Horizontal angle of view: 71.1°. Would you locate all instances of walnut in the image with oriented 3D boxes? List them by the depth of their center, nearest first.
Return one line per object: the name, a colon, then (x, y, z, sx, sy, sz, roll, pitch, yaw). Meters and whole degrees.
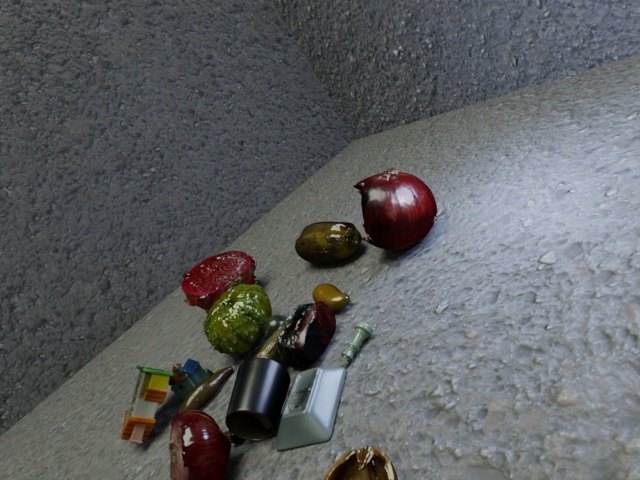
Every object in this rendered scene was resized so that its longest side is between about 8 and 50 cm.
walnut: (0.075, 0.517, 0.870, 0.167, 0.087, 0.211, -8, 34, 39)

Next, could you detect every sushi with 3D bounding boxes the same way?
sushi: (-0.045, 0.312, 1.484, 0.126, 0.136, 0.225, -20, 30, 42)

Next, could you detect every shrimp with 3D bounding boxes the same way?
shrimp: (-0.168, 0.384, 1.533, 0.317, 0.077, 0.168, -49, -8, -30)

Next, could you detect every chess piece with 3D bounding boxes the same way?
chess piece: (0.102, 0.320, 1.355, 0.059, 0.059, 0.149, -8, 40, 52)

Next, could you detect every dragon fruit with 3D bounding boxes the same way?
dragon fruit: (-0.484, 0.231, 2.225, 0.370, 0.249, 0.386, -10, 31, 18)

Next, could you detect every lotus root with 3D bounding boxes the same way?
lotus root: (0.020, 0.008, 2.017, 0.397, 0.179, 0.196, -7, 31, 51)

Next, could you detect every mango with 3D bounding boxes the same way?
mango: (0.039, 0.215, 1.654, 0.102, 0.085, 0.184, -38, 29, -23)

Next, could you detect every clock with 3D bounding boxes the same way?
clock: (-0.652, 0.607, 1.666, 0.219, 0.106, 0.256, -22, 54, 60)

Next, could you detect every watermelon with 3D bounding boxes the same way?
watermelon: (-0.165, 0.340, 1.669, 0.105, 0.105, 0.133, -80, 12, -64)

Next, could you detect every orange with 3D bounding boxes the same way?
orange: (-0.311, 0.315, 1.778, 0.300, 0.223, 0.301, -49, 25, -7)

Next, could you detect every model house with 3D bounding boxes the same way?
model house: (-0.523, 0.520, 1.736, 0.148, 0.149, 0.119, -25, 20, 19)

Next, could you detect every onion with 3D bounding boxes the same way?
onion: (-0.336, 0.584, 1.221, 0.248, 0.161, 0.248, -44, 36, 46)
onion: (0.288, -0.114, 1.720, 0.341, 0.341, 0.341, -30, 20, 12)

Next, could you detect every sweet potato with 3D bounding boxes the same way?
sweet potato: (-0.419, 0.540, 1.632, 0.244, 0.077, 0.077, -47, 23, -29)

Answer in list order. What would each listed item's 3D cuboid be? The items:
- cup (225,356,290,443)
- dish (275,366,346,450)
cup: (-0.189, 0.495, 1.330, 0.165, 0.240, 0.177, 11, 35, 1)
dish: (-0.039, 0.443, 1.245, 0.181, 0.080, 0.243, -24, 23, 26)
